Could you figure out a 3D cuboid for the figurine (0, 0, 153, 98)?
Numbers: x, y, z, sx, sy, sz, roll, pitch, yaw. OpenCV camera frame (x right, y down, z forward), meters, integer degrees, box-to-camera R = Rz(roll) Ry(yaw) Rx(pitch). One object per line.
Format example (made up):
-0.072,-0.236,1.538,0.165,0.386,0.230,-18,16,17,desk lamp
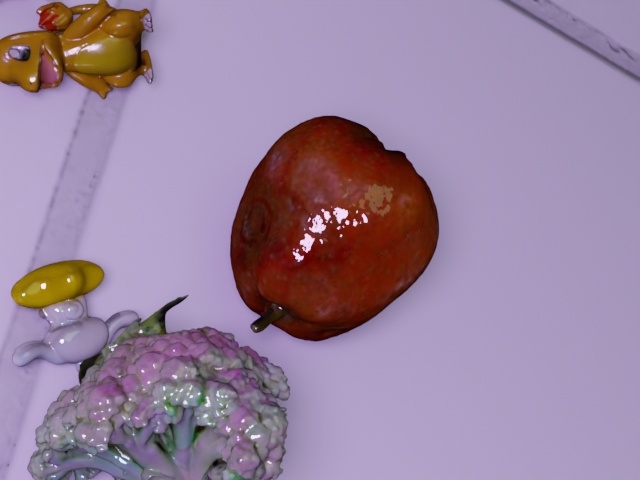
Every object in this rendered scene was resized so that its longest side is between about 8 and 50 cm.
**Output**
-0.272,-0.213,1.388,0.176,0.121,0.122,-19,50,-29,figurine

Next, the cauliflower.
-0.127,0.212,1.212,0.256,0.239,0.315,-17,98,-80,cauliflower

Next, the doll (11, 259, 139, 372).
-0.238,0.074,1.275,0.135,0.071,0.113,10,70,-35,doll

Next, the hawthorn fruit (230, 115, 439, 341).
0.000,0.000,1.386,0.224,0.224,0.261,39,72,-11,hawthorn fruit
